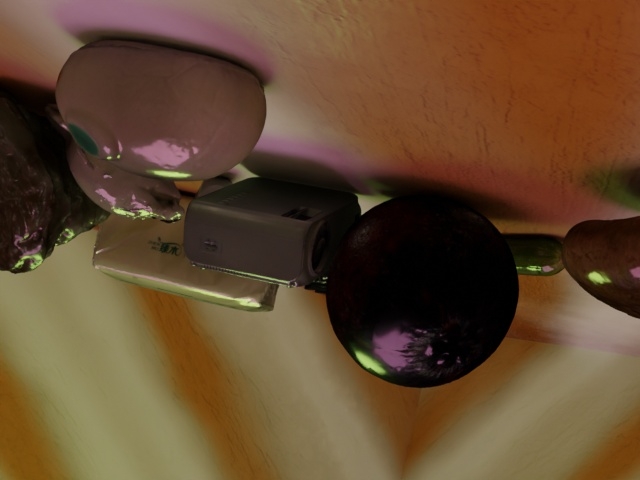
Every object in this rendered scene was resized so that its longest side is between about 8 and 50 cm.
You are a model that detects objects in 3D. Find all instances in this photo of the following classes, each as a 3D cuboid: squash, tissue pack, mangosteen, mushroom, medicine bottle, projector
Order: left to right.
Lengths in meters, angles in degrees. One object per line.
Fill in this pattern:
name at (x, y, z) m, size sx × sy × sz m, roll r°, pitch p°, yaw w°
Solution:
tissue pack at (-0.267, 0.022, 2.129) m, size 0.380 × 0.207 × 0.297 m, roll 13°, pitch 175°, yaw 2°
medicine bottle at (-0.194, -0.054, 1.749) m, size 0.069 × 0.119 × 0.183 m, roll 14°, pitch 171°, yaw -9°
projector at (-0.066, -0.016, 1.525) m, size 0.198 × 0.108 × 0.250 m, roll 10°, pitch -164°, yaw 19°
mangosteen at (0.144, 0.060, 1.472) m, size 0.300 × 0.300 × 0.300 m, roll 13°, pitch 173°, yaw 2°
squash at (0.324, 0.026, 1.642) m, size 0.066 × 0.066 × 0.229 m, roll 17°, pitch 174°, yaw -27°
mushroom at (0.409, 0.022, 1.116) m, size 0.278 × 0.146 × 0.278 m, roll 6°, pitch 174°, yaw 1°

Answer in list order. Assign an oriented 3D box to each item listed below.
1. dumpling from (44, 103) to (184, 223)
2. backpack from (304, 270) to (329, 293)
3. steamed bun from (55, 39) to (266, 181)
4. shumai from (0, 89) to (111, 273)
dumpling at (-0.302, -0.115, 1.431) m, size 0.247 × 0.142 × 0.172 m, roll 47°, pitch 159°, yaw -25°
backpack at (0.044, 0.062, 2.126) m, size 0.258 × 0.133 × 0.206 m, roll -5°, pitch 172°, yaw 30°
steamed bun at (-0.174, -0.131, 1.055) m, size 0.228 × 0.131 × 0.177 m, roll 10°, pitch 174°, yaw 8°
shumai at (-0.430, -0.112, 1.510) m, size 0.263 × 0.304 × 0.309 m, roll -19°, pitch -119°, yaw -49°
